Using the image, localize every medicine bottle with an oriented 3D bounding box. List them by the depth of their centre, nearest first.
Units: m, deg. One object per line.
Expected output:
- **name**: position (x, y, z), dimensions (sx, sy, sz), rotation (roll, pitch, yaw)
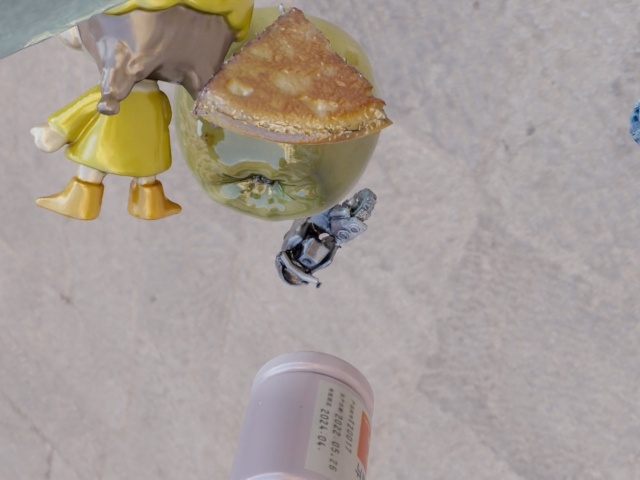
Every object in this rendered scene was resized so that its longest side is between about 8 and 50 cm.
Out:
- **medicine bottle**: position (-0.023, 0.233, 0.953), dimensions (0.133, 0.249, 0.133), rotation (5, 126, 6)

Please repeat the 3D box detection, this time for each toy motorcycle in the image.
- **toy motorcycle**: position (0.000, 0.000, 1.878), dimensions (0.106, 0.159, 0.270), rotation (38, 141, -20)

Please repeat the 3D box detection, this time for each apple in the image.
- **apple**: position (-0.048, -0.154, 1.232), dimensions (0.262, 0.262, 0.262), rotation (21, 122, 37)

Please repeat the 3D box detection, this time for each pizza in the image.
- **pizza**: position (-0.007, -0.079, 0.561), dimensions (0.099, 0.100, 0.029), rotation (28, 149, 11)

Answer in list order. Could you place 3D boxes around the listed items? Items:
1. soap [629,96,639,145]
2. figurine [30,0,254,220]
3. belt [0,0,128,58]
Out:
- **soap**: position (0.477, -0.091, 1.097), dimensions (0.293, 0.156, 0.077), rotation (48, 180, 11)
- **figurine**: position (-0.187, -0.185, 1.060), dimensions (0.187, 0.215, 0.343), rotation (28, 115, 32)
- **belt**: position (-0.174, -0.164, 0.327), dimensions (0.122, 0.325, 0.260), rotation (90, 177, -62)
